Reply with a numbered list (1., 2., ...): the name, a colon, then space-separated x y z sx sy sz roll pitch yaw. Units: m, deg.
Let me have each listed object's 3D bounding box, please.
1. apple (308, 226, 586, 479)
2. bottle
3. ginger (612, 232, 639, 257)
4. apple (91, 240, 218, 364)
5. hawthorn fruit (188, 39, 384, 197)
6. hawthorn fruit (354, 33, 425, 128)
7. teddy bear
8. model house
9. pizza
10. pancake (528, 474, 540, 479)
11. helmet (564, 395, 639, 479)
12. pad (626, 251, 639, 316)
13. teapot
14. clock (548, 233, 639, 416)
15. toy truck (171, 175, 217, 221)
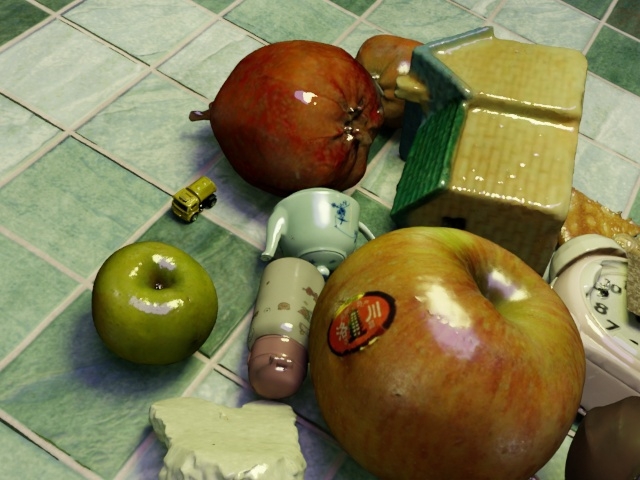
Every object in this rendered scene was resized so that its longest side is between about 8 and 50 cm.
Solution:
1. apple: 0.169 0.175 1.169 0.400 0.334 0.400 24 33 -17
2. bottle: -0.057 0.142 1.270 0.109 0.110 0.233 13 43 -5
3. ginger: 0.654 0.041 1.567 0.258 0.065 0.149 27 35 -19
4. apple: -0.256 0.101 1.231 0.196 0.157 0.197 8 50 -10
5. hawthorn fruit: -0.047 -0.217 1.482 0.308 0.324 0.309 2 87 -35
6. hawthorn fruit: 0.180 -0.346 1.711 0.199 0.199 0.251 45 42 21
7. teddy bear: -0.132 0.425 1.041 0.327 0.375 0.363 5 92 -12
8. model house: 0.285 -0.148 1.507 0.342 0.335 0.382 12 54 8
9. pizza: 0.551 -0.013 1.616 0.193 0.053 0.201 12 55 -6
10. pancake: 0.275 0.383 1.187 0.139 0.022 0.140 6 49 -7
11. helmet: 0.451 0.368 1.179 0.224 0.306 0.177 20 -4 -44
12. pad: 0.624 0.117 1.358 0.234 0.003 0.158 26 42 1
13. teapot: 0.000 0.000 1.399 0.231 0.159 0.159 8 49 -25
14. clock: 0.528 0.163 1.389 0.342 0.184 0.326 37 48 6
15. toy truck: -0.229 -0.075 1.449 0.049 0.054 0.083 37 53 15
